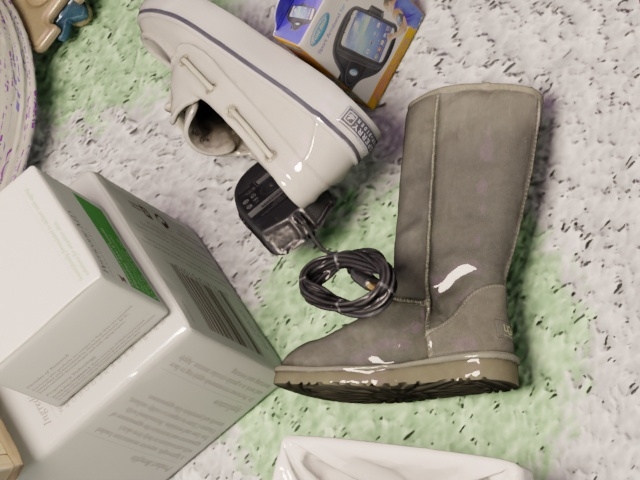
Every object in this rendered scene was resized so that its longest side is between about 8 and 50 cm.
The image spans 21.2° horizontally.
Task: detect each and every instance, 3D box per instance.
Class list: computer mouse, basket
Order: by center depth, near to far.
[{"bbox_3d":[0.058,0.192,1.076,0.167,0.103,0.113,4,75,27],"label":"basket"},{"bbox_3d":[0.000,0.000,1.154,0.071,0.041,0.242,-38,30,-1],"label":"computer mouse"}]

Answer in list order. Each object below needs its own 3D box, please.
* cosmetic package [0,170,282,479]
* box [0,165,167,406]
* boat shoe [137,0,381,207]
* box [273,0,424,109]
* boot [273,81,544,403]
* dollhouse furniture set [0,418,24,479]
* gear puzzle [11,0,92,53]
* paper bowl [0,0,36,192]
[{"bbox_3d":[-0.155,0.081,1.191,0.183,0.151,0.151,-40,61,8],"label":"cosmetic package"},{"bbox_3d":[-0.174,0.030,1.077,0.102,0.087,0.101,-41,60,9],"label":"box"},{"bbox_3d":[-0.065,-0.100,1.215,0.088,0.096,0.267,-48,48,-6],"label":"boat shoe"},{"bbox_3d":[0.019,-0.153,1.189,0.028,0.136,0.081,26,86,31],"label":"box"},{"bbox_3d":[0.059,0.002,1.156,0.189,0.076,0.208,-6,74,22],"label":"boot"},{"bbox_3d":[-0.403,0.228,1.124,0.362,0.256,0.394,56,129,29],"label":"dollhouse furniture set"},{"bbox_3d":[-0.270,-0.289,1.439,0.339,0.044,0.175,42,96,34],"label":"gear puzzle"},{"bbox_3d":[-0.370,-0.102,1.338,0.284,0.148,0.284,-8,76,32],"label":"paper bowl"}]
